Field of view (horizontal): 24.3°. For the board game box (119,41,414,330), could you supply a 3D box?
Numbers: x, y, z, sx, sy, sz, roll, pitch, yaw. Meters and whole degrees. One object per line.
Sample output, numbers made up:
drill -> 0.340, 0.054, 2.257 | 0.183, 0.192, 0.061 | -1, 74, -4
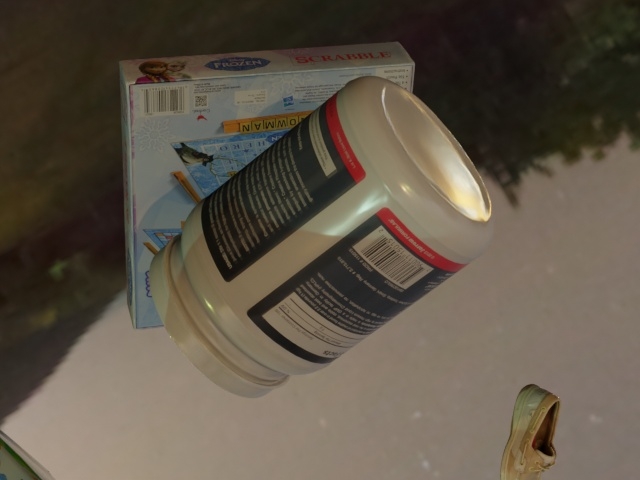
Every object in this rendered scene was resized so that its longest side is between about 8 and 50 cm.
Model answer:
board game box -> -0.063, -0.060, 1.679 | 0.319, 0.318, 0.066 | -5, -148, -14

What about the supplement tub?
supplement tub -> 0.000, 0.000, 1.326 | 0.272, 0.191, 0.191 | -37, 179, 22

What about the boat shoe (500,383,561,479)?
boat shoe -> 0.281, 0.277, 1.956 | 0.059, 0.170, 0.063 | 16, -165, 42

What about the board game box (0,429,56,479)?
board game box -> -0.200, 0.246, 0.997 | 0.144, 0.142, 0.275 | -47, -134, -10
